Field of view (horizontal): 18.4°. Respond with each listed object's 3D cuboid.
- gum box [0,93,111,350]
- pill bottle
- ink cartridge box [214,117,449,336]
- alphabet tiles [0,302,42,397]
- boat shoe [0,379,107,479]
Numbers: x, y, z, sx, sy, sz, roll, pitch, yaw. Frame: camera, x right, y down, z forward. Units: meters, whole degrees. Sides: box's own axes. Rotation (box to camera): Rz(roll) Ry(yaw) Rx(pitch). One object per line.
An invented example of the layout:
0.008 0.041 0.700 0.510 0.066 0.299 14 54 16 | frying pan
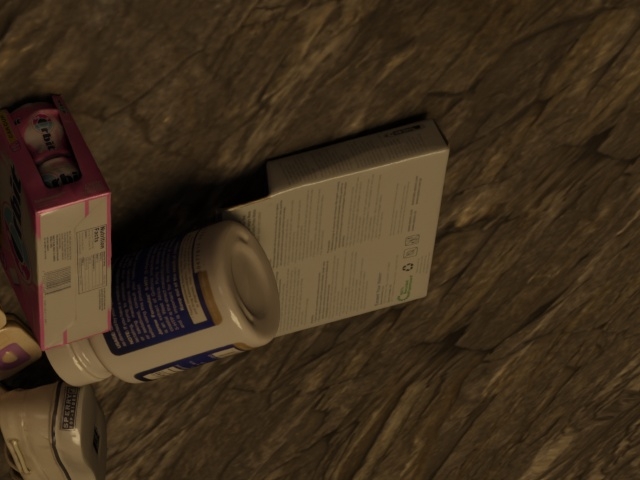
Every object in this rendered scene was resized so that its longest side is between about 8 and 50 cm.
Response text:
-0.212 -0.015 1.557 0.062 0.107 0.188 -17 145 -19 | gum box
-0.139 0.060 1.680 0.187 0.112 0.112 -18 151 21 | pill bottle
0.000 0.000 1.794 0.224 0.045 0.223 -16 144 -17 | ink cartridge box
-0.388 0.138 1.707 0.284 0.021 0.278 -31 147 2 | alphabet tiles
-0.248 0.197 1.824 0.088 0.096 0.267 3 161 0 | boat shoe
